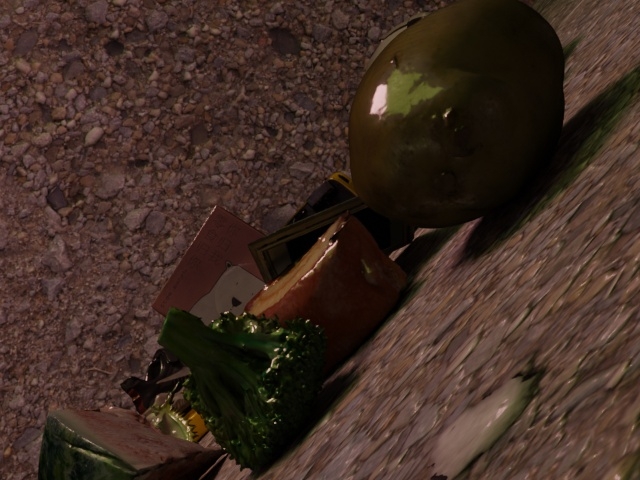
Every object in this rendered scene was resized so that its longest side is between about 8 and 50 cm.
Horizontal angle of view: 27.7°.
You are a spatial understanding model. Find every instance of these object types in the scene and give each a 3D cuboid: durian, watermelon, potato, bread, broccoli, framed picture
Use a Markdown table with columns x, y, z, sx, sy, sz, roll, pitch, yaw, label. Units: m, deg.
| x | y | z | sx | sy | sz | roll | pitch | yaw | label |
| --- | --- | --- | --- | --- | --- | --- | --- | --- | --- |
| -0.233 | 0.308 | 1.898 | 0.086 | 0.100 | 0.215 | -38 | 15 | 48 | durian |
| -0.256 | 0.315 | 1.667 | 0.232 | 0.193 | 0.310 | -57 | -21 | -36 | watermelon |
| 0.149 | -0.138 | 1.444 | 0.243 | 0.221 | 0.326 | -30 | 16 | 42 | potato |
| 0.004 | 0.073 | 1.584 | 0.244 | 0.123 | 0.190 | -43 | 6 | 45 | bread |
| -0.092 | 0.130 | 1.415 | 0.194 | 0.194 | 0.220 | -45 | 16 | 14 | broccoli |
| 0.025 | 0.004 | 1.743 | 0.231 | 0.018 | 0.293 | -23 | -16 | -2 | framed picture |

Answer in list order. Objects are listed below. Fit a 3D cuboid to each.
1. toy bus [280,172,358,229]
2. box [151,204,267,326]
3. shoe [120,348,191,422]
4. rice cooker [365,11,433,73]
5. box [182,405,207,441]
| x | y | z | sx | sy | sz | roll | pitch | yaw | label |
| --- | --- | --- | --- | --- | --- | --- | --- | --- | --- |
| 0.000 | 0.000 | 2.323 | 0.331 | 0.145 | 0.151 | -45 | 0 | 39 | toy bus |
| -0.146 | 0.085 | 2.233 | 0.215 | 0.215 | 0.086 | -57 | -21 | -3 | box |
| -0.253 | 0.234 | 2.256 | 0.099 | 0.112 | 0.227 | -38 | 6 | 46 | shoe |
| 0.171 | -0.209 | 1.932 | 0.226 | 0.226 | 0.244 | -44 | 18 | 25 | rice cooker |
| -0.244 | 0.332 | 2.230 | 0.152 | 0.043 | 0.269 | -42 | 3 | -5 | box |
